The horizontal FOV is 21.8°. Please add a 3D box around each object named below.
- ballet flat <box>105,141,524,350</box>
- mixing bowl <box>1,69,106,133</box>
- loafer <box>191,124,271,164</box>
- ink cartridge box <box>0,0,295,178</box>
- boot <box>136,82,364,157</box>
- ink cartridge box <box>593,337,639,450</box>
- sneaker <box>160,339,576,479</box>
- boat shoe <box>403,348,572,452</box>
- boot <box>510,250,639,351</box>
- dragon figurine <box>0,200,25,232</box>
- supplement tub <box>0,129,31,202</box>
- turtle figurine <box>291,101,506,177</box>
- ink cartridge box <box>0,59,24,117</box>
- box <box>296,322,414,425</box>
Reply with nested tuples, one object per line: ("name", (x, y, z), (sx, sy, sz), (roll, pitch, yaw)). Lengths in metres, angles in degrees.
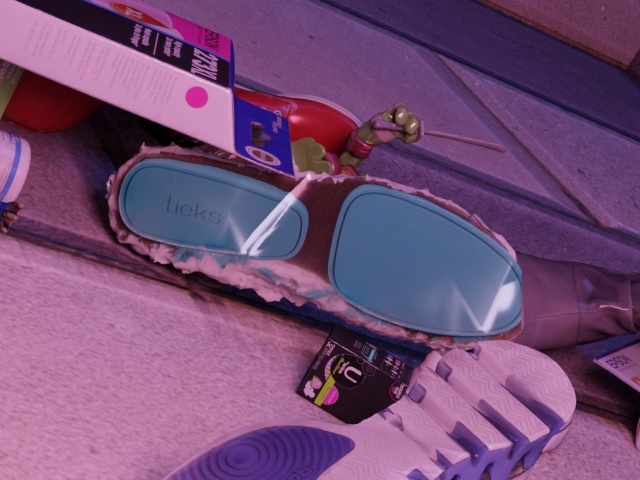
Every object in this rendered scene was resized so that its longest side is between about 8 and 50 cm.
("ballet flat", (0.000, 0.000, 1.573), (0.409, 0.147, 0.147), (18, 18, 4))
("mixing bowl", (-0.292, -0.174, 1.701), (0.181, 0.098, 0.181), (28, 19, -11))
("loafer", (-0.109, -0.072, 1.705), (0.056, 0.148, 0.050), (63, 7, -53))
("ink cartridge box", (-0.185, -0.176, 1.522), (0.371, 0.069, 0.175), (24, 19, -12))
("boot", (-0.079, -0.125, 1.884), (0.244, 0.088, 0.176), (15, 15, 16))
("ink cartridge box", (0.486, 0.231, 1.917), (0.330, 0.071, 0.324), (34, 18, 22))
("sneaker", (0.043, 0.207, 1.200), (0.316, 0.182, 0.127), (-18, 42, -28))
("boat shoe", (0.178, 0.149, 1.616), (0.095, 0.084, 0.258), (43, 22, 32))
("boot", (0.314, 0.072, 1.840), (0.223, 0.118, 0.338), (6, 10, 24))
("dragon figurine", (-0.316, -0.020, 1.280), (0.144, 0.085, 0.289), (30, 19, -4))
("supplement tub", (-0.314, -0.073, 1.447), (0.107, 0.071, 0.071), (22, 20, -29))
("turtle figurine", (0.067, -0.039, 1.755), (0.275, 0.197, 0.266), (33, 17, 18))
("ink cartridge box", (-0.433, -0.199, 1.517), (0.198, 0.114, 0.273), (41, 21, 28))
("box", (0.032, 0.125, 1.485), (0.083, 0.062, 0.052), (31, 17, 0))
